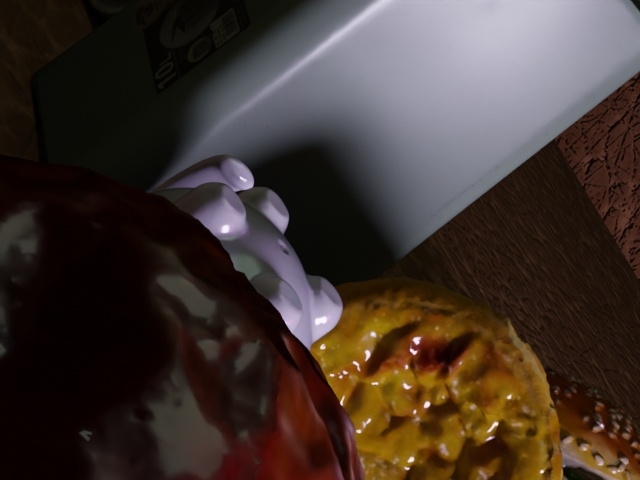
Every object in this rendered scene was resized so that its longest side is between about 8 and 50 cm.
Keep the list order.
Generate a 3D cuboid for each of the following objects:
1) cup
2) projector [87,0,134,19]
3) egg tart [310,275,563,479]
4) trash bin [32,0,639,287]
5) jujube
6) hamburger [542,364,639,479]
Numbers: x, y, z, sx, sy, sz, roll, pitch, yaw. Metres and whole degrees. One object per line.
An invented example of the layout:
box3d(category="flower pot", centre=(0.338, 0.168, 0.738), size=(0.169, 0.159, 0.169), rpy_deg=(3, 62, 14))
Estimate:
box3d(category="cup", centre=(-0.069, 0.037, 0.803), size=(0.134, 0.142, 0.173), rpy_deg=(54, 17, -2))
box3d(category="projector", centre=(-0.042, -0.263, 1.245), size=(0.249, 0.248, 0.249), rpy_deg=(34, 27, -49))
box3d(category="egg tart", centre=(0.044, 0.123, 0.900), size=(0.203, 0.202, 0.147), rpy_deg=(57, 4, 7))
box3d(category="trash bin", centre=(0.016, -0.111, 0.970), size=(0.223, 0.343, 0.158), rpy_deg=(39, 21, -39))
box3d(category="jujube", centre=(-0.090, 0.090, 0.485), size=(0.232, 0.212, 0.213), rpy_deg=(101, -26, -50))
box3d(category="hamburger", centre=(0.213, 0.203, 1.230), size=(0.237, 0.147, 0.237), rpy_deg=(50, 15, -18))
